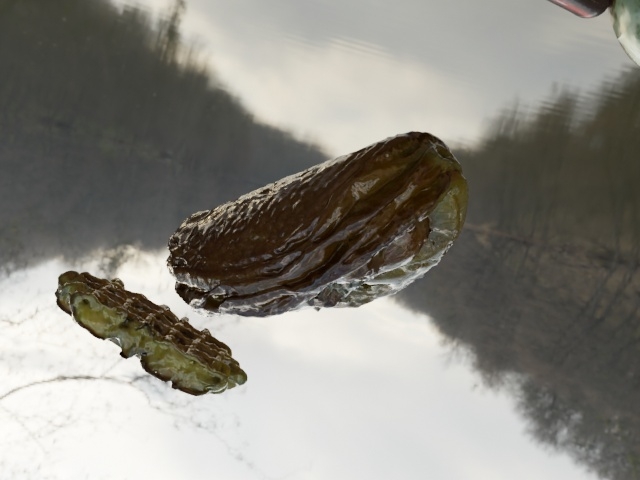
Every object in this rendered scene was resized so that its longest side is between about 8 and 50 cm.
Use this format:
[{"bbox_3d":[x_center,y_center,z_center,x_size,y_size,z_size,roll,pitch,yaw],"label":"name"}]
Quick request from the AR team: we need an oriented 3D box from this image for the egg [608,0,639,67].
[{"bbox_3d":[0.409,-0.232,0.811,0.231,0.169,0.169,16,-178,11],"label":"egg"}]

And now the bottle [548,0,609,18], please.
[{"bbox_3d":[0.265,-0.281,0.878,0.060,0.060,0.164,17,-167,35],"label":"bottle"}]

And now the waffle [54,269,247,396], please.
[{"bbox_3d":[-0.254,0.137,1.198,0.309,0.065,0.283,30,-178,43],"label":"waffle"}]

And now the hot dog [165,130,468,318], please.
[{"bbox_3d":[0.000,0.000,0.672,0.272,0.122,0.196,-15,174,38],"label":"hot dog"}]
